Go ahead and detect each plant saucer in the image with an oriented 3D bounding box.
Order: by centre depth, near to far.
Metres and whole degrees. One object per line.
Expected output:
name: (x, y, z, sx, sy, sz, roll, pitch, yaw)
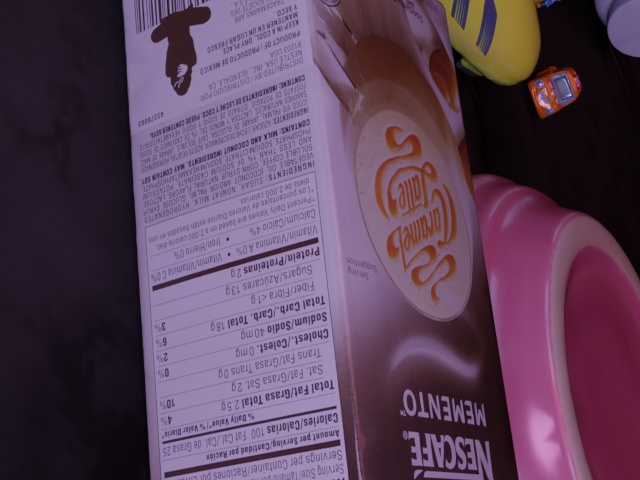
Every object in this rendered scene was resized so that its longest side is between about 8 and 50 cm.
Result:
plant saucer: (0.158, 0.113, 0.719, 0.332, 0.084, 0.332, 35, 47, -49)

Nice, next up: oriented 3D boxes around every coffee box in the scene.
coffee box: (0.000, 0.000, 0.486, 0.141, 0.098, 0.247, 19, 60, -55)

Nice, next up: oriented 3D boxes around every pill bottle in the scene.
pill bottle: (0.343, -0.279, 1.209, 0.103, 0.103, 0.184, 51, 36, -35)

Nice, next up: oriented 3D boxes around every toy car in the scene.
toy car: (0.188, -0.163, 0.950, 0.060, 0.040, 0.122, -6, 82, -60)

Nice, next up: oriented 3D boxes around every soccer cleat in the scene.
soccer cleat: (0.094, -0.236, 0.742, 0.289, 0.121, 0.093, 63, 31, -19)
